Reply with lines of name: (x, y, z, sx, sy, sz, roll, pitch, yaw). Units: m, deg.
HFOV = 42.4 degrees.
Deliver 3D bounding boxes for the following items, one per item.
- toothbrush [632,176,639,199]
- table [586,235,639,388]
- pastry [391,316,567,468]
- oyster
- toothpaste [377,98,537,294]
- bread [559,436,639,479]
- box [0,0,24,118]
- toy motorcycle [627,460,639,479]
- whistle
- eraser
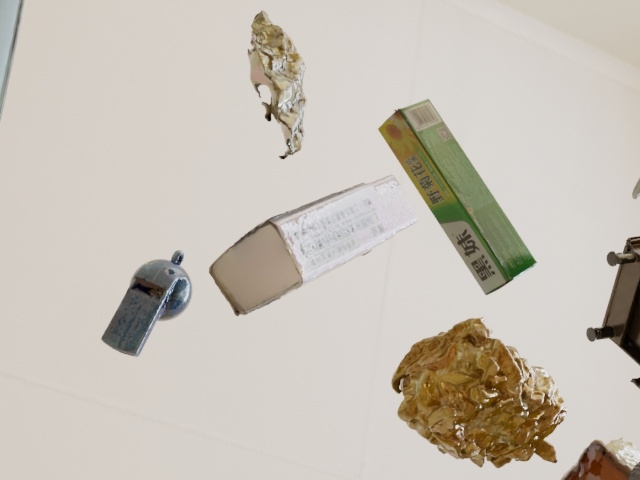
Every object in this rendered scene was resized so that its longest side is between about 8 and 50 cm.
toothbrush: (0.323, -0.099, 0.780, 0.011, 0.131, 0.013, -8, -146, -41)
table: (0.232, 0.044, 0.545, 0.082, 0.083, 0.070, -5, -150, -19)
pastry: (0.174, 0.181, 0.886, 0.250, 0.154, 0.102, 39, -173, -46)
oyster: (-0.046, -0.195, 1.043, 0.071, 0.133, 0.209, -17, -143, -4)
toothpaste: (0.119, -0.040, 0.723, 0.043, 0.037, 0.179, -25, -100, -40)
bread: (0.404, 0.474, 1.054, 0.323, 0.333, 0.143, 37, -162, 29)
box: (-0.382, -0.146, 0.529, 0.328, 0.177, 0.253, 18, -103, -51)
toy motorcycle: (0.309, 0.200, 0.529, 0.331, 0.125, 0.196, -41, -84, -18)
whistle: (-0.216, 0.081, 1.073, 0.090, 0.090, 0.158, 28, -109, -8)
eraser: (0.000, 0.000, 1.062, 0.287, 0.130, 0.086, -25, -96, -53)
